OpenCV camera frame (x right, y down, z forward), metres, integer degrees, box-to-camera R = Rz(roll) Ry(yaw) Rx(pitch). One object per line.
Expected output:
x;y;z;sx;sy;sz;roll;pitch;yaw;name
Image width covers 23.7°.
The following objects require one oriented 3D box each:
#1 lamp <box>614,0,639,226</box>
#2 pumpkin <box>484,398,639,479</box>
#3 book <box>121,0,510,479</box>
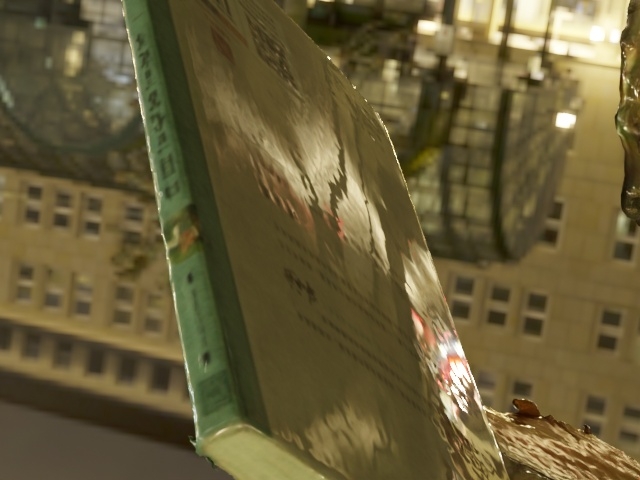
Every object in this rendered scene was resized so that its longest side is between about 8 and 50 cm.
0.223;-0.046;0.417;0.274;0.177;0.177;4;-173;27;lamp
0.055;0.128;0.733;0.254;0.130;0.149;33;-167;-3;pumpkin
0.000;0.000;0.552;0.215;0.025;0.282;44;-157;-43;book
